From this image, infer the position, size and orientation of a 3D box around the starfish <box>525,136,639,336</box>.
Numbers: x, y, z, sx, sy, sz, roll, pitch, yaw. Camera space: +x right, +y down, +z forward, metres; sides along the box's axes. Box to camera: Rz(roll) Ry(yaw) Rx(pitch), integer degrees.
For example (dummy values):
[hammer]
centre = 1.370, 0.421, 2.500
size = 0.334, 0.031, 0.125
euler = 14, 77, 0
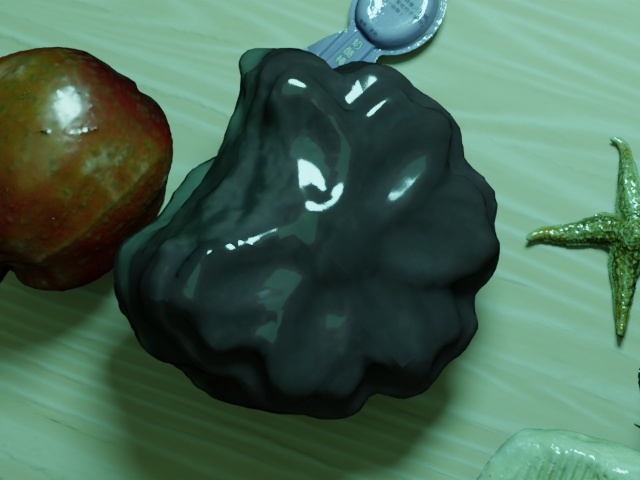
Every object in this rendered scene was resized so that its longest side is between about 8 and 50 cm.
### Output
[starfish]
centre = 0.333, -0.008, 1.595
size = 0.216, 0.050, 0.223
euler = -9, 72, 13

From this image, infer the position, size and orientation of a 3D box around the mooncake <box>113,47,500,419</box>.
[mooncake]
centre = 0.000, 0.000, 1.508
size = 0.350, 0.212, 0.381
euler = 22, 85, -19

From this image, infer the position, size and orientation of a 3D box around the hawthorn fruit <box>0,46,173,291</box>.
[hawthorn fruit]
centre = -0.298, -0.048, 1.567
size = 0.254, 0.254, 0.300
euler = 21, 73, 11

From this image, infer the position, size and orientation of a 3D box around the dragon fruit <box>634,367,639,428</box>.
[dragon fruit]
centre = 0.422, 0.138, 1.438
size = 0.293, 0.234, 0.234
euler = -19, 73, -36

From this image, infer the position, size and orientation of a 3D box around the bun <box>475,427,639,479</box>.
[bun]
centre = 0.254, 0.303, 1.489
size = 0.231, 0.133, 0.231
euler = -3, 80, 16

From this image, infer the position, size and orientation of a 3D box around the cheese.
[cheese]
centre = 0.068, -0.246, 1.672
size = 0.191, 0.042, 0.105
euler = -43, 76, -2
